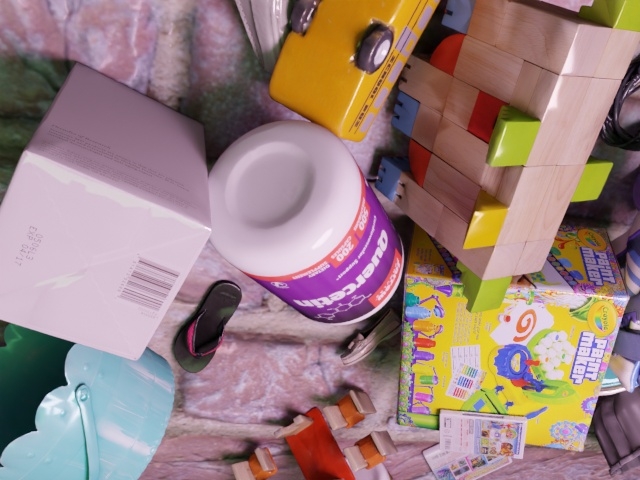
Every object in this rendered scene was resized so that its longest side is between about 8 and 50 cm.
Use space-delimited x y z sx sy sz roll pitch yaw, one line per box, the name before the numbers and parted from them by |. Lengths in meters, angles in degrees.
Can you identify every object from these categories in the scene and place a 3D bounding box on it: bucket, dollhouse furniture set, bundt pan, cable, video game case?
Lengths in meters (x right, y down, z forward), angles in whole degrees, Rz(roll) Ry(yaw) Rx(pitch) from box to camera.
bucket | -0.350 0.227 0.852 0.281 0.281 0.183 -40 125 13
dollhouse furniture set | 0.021 0.423 1.076 0.262 0.259 0.135 -35 155 11
bundt pan | 0.661 0.314 1.168 0.331 0.124 0.330 -17 145 -12
cable | 0.490 -0.204 0.907 0.184 0.047 0.151 -43 125 12
video game case | 0.303 0.443 1.272 0.157 0.019 0.143 -27 123 3
video game case | 0.239 0.287 0.919 0.122 0.011 0.087 2 125 13

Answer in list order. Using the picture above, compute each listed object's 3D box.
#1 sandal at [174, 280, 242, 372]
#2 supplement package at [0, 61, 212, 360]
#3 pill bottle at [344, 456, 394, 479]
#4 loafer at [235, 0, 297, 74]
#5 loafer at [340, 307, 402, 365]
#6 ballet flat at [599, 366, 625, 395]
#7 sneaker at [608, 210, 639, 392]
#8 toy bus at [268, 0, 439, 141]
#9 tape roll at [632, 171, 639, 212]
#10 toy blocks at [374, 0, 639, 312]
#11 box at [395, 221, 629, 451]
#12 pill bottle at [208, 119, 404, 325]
sandal | -0.177 0.141 0.965 0.067 0.040 0.179 20 115 -23
supplement package | -0.238 -0.047 0.685 0.175 0.293 0.177 23 113 -24
pill bottle | 0.110 0.531 1.215 0.131 0.131 0.229 -28 123 5
loafer | -0.072 -0.332 0.673 0.112 0.112 0.319 15 134 24
loafer | 0.081 0.159 1.038 0.125 0.045 0.039 -35 105 2
ballet flat | 0.595 0.161 1.107 0.400 0.139 0.139 -33 122 7
sneaker | 0.458 0.093 0.800 0.130 0.236 0.323 1 164 2
toy bus | 0.069 -0.280 0.684 0.108 0.130 0.332 34 106 17
tape roll | 0.574 -0.068 0.916 0.189 0.189 0.080 -37 122 11
toy blocks | 0.192 -0.146 0.752 0.191 0.261 0.381 -6 124 -29
box | 0.265 0.135 0.927 0.279 0.177 0.289 6 123 11
pill bottle | 0.000 0.000 0.785 0.182 0.181 0.323 -31 151 7
